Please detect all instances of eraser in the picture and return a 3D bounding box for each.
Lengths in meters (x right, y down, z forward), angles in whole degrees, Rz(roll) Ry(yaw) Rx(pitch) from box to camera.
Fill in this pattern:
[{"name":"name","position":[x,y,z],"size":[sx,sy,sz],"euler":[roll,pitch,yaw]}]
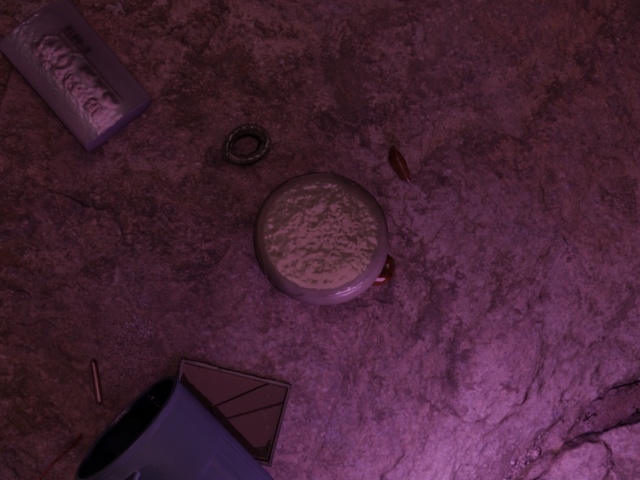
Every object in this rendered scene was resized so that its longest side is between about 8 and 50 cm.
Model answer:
[{"name":"eraser","position":[-0.499,-0.338,1.521],"size":[0.174,0.095,0.270],"euler":[-41,96,-14]}]

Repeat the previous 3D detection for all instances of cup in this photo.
[{"name":"cup","position":[-0.252,0.459,1.400],"size":[0.257,0.331,0.311],"euler":[-47,104,-17]}]

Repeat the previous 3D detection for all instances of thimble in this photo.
[{"name":"thimble","position":[-0.162,-0.203,1.598],"size":[0.110,0.062,0.084],"euler":[-30,94,-12]}]

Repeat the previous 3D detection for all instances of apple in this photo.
[{"name":"apple","position":[0.121,0.061,1.639],"size":[0.084,0.071,0.084],"euler":[1,88,-20]}]

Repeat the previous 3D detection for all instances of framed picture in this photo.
[{"name":"framed picture","position":[-0.201,0.366,1.582],"size":[0.250,0.016,0.184],"euler":[15,84,-11]}]

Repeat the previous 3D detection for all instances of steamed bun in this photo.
[{"name":"steamed bun","position":[0.000,0.000,1.558],"size":[0.283,0.177,0.283],"euler":[1,79,-3]}]

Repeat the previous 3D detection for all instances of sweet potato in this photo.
[{"name":"sweet potato","position":[0.179,-0.170,1.682],"size":[0.034,0.034,0.095],"euler":[-27,89,-12]}]

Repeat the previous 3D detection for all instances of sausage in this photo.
[{"name":"sausage","position":[-0.462,0.292,1.531],"size":[0.015,0.015,0.100],"euler":[-9,89,-12]}]

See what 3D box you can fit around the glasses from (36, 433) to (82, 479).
[{"name":"glasses","position":[-0.479,0.544,1.463],"size":[0.234,0.118,0.268],"euler":[30,81,-7]}]
